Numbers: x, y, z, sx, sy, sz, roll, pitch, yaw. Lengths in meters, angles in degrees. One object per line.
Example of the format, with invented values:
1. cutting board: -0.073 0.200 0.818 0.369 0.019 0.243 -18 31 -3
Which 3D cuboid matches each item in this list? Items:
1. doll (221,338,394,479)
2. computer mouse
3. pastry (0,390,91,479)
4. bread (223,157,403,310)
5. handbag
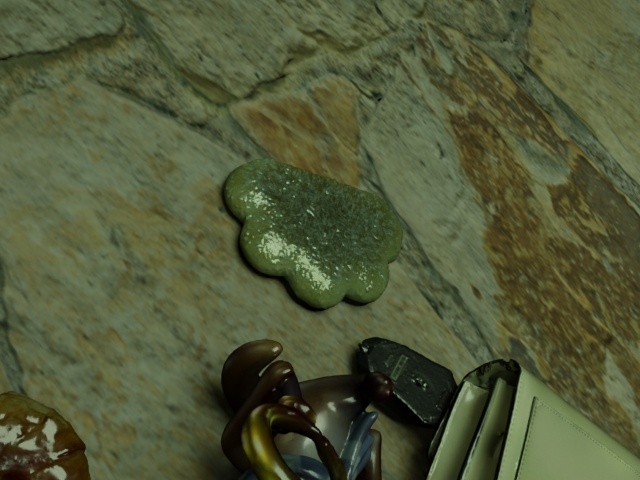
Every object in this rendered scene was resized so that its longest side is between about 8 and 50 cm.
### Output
1. doll: -0.013 0.263 1.184 0.318 0.209 0.340 58 26 -24
2. computer mouse: 0.115 0.195 1.443 0.172 0.057 0.099 36 51 0
3. pastry: -0.330 0.255 1.060 0.218 0.100 0.229 -8 67 -38
4. bread: 0.000 0.000 1.479 0.286 0.056 0.207 13 55 -27
5. handbag: 0.313 0.342 1.393 0.358 0.160 0.237 37 59 -21
